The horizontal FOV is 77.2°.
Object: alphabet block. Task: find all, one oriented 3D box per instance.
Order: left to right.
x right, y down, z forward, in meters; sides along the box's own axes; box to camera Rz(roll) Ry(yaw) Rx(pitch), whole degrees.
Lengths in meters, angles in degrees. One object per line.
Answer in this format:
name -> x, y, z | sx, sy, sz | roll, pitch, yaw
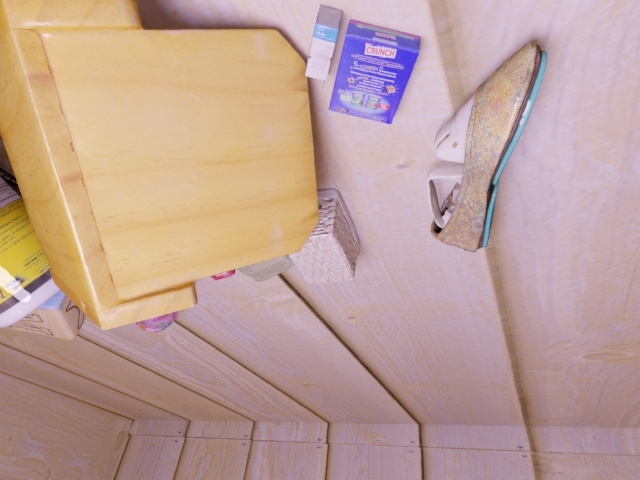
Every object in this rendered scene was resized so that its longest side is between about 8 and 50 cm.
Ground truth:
alphabet block -> -0.664, 0.103, 0.962 | 0.193, 0.192, 0.197 | 16, 142, -8

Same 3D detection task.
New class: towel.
towel -> -0.135, 0.052, 0.924 | 0.148, 0.027, 0.110 | -27, 132, 38

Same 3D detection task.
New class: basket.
basket -> 0.000, 0.000, 0.763 | 0.113, 0.103, 0.167 | -7, 140, 18

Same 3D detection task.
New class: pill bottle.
pill bottle -> -0.626, -0.018, 0.723 | 0.188, 0.188, 0.334 | -19, 117, 32

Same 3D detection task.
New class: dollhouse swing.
dollhouse swing -> -0.222, -0.114, 0.562 | 0.315, 0.305, 0.347 | 14, 118, 43

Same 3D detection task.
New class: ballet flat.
ballet flat -> 0.214, -0.107, 0.579 | 0.123, 0.123, 0.348 | 1, 143, 10

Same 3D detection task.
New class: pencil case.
pencil case -> -0.395, 0.132, 1.005 | 0.124, 0.124, 0.284 | 22, 139, -18

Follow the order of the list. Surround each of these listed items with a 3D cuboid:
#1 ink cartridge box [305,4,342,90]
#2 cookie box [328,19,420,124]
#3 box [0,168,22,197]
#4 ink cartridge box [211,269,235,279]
ink cartridge box -> 0.001, -0.233, 0.493 | 0.028, 0.048, 0.083 | 12, 143, -6
cookie box -> 0.066, -0.212, 0.516 | 0.091, 0.040, 0.107 | 12, 144, -4
box -> -0.639, -0.114, 0.804 | 0.067, 0.018, 0.083 | -17, 137, 30
ink cartridge box -> -0.227, 0.003, 0.814 | 0.056, 0.099, 0.135 | -16, 138, 29
